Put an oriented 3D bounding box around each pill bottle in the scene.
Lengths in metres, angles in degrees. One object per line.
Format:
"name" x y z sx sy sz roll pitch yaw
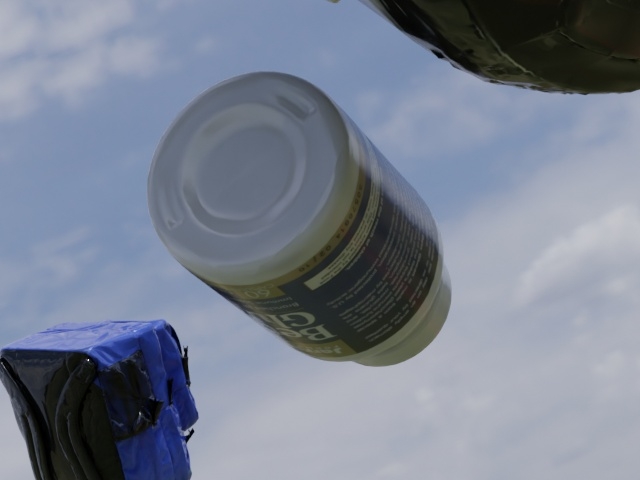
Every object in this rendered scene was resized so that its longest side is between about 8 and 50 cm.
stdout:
"pill bottle" 0.000 0.000 0.829 0.094 0.094 0.169 -27 -29 12

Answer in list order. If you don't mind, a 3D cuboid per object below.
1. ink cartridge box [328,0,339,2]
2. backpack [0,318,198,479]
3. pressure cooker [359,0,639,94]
"ink cartridge box" -0.015 -0.134 0.433 0.092 0.090 0.143 -58 -18 -26
"backpack" -0.125 0.111 1.134 0.101 0.120 0.098 -21 13 -41
"pressure cooker" 0.042 -0.303 0.729 0.370 0.420 0.375 -8 -52 -45
